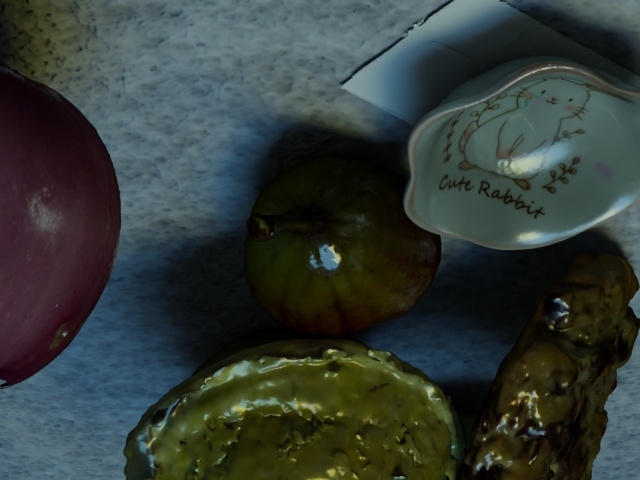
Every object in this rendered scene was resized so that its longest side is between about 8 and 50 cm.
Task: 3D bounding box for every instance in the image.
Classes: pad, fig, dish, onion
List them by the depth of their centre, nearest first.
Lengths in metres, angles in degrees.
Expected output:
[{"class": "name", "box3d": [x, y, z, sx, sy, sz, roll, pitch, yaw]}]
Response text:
[{"class": "onion", "box3d": [-0.308, -0.057, 1.265, 0.358, 0.345, 0.358, 10, 150, 6]}, {"class": "dish", "box3d": [0.168, -0.088, 1.461, 0.229, 0.081, 0.229, -5, 143, -4]}, {"class": "pad", "box3d": [0.148, -0.124, 1.475, 0.232, 0.004, 0.156, 21, 138, -36]}, {"class": "fig", "box3d": [-0.001, -0.002, 1.484, 0.170, 0.146, 0.274, -13, 169, 14]}]

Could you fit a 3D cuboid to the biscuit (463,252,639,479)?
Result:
[{"class": "biscuit", "box3d": [0.219, 0.170, 1.679, 0.081, 0.334, 0.289, 23, 179, 21]}]

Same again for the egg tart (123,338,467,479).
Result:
[{"class": "egg tart", "box3d": [-0.017, 0.232, 1.601, 0.341, 0.132, 0.341, -6, 131, -7]}]

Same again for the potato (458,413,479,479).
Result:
[{"class": "potato", "box3d": [0.132, 0.274, 1.946, 0.299, 0.196, 0.246, -18, 144, -38]}]

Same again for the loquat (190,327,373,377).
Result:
[{"class": "loquat", "box3d": [-0.031, 0.170, 1.752, 0.227, 0.179, 0.179, -14, 147, 20]}]
